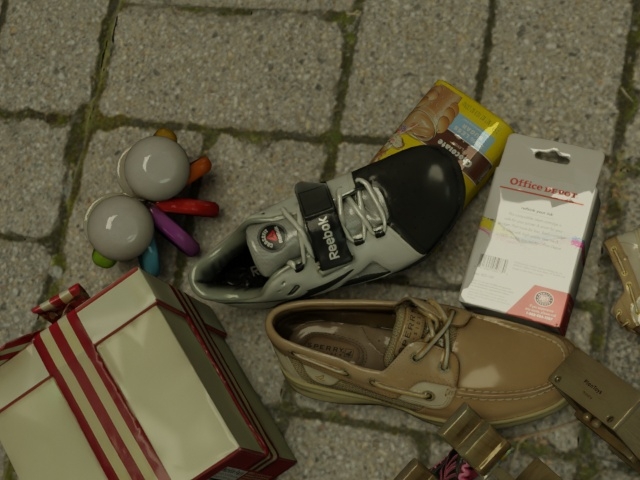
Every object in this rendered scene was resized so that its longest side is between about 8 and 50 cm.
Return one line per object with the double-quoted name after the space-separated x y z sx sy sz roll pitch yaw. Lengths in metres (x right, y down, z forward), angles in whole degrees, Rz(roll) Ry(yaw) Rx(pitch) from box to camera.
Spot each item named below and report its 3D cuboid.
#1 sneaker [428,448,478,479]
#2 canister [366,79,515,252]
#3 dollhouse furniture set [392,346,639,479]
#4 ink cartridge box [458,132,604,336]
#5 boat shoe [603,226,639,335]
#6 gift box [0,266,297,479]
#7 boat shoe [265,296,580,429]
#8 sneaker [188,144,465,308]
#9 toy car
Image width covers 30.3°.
0.139 0.247 1.263 0.057 0.047 0.119 14 78 32 "sneaker"
0.127 -0.084 1.341 0.126 0.073 0.170 38 87 23 "canister"
0.232 0.253 1.143 0.242 0.161 0.212 -47 37 -2 "dollhouse furniture set"
0.235 -0.007 1.289 0.115 0.067 0.198 15 81 20 "ink cartridge box"
0.335 0.069 1.243 0.059 0.063 0.170 -13 62 16 "boat shoe"
-0.220 0.194 1.273 0.276 0.255 0.258 -32 70 0 "gift box"
0.105 0.122 1.254 0.341 0.110 0.121 0 57 18 "boat shoe"
0.000 0.000 1.262 0.330 0.146 0.122 -29 78 29 "sneaker"
-0.195 -0.035 1.403 0.136 0.159 0.182 32 85 -14 "toy car"
